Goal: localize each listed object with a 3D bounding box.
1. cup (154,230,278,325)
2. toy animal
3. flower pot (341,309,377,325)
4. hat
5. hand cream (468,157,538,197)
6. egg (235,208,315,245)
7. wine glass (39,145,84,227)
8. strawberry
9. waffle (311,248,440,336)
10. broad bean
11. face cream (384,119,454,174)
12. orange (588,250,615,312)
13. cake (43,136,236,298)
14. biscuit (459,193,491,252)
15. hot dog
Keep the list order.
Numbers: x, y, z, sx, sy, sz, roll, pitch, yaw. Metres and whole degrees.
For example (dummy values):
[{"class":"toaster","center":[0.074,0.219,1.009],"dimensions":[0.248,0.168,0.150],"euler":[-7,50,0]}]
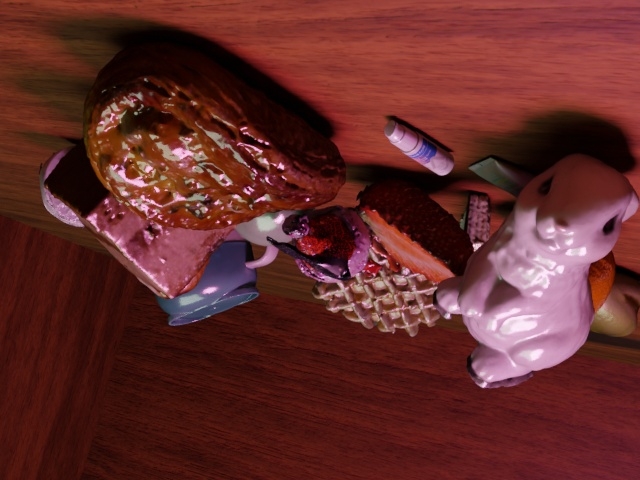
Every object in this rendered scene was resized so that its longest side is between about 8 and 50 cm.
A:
[{"class":"cup","center":[-0.220,0.006,1.687],"dimensions":[0.289,0.258,0.219],"euler":[-22,167,17]},{"class":"toy animal","center":[0.292,0.027,1.073],"dimensions":[0.257,0.194,0.357],"euler":[-18,149,-30]},{"class":"flower pot","center":[0.131,0.095,1.889],"dimensions":[0.242,0.189,0.157],"euler":[17,139,-20]},{"class":"hat","center":[0.000,0.004,1.256],"dimensions":[0.140,0.129,0.227],"euler":[51,-171,16]},{"class":"hand cream","center":[0.297,-0.071,1.181],"dimensions":[0.174,0.047,0.076],"euler":[25,169,-9]},{"class":"egg","center":[-0.083,-0.065,1.403],"dimensions":[0.149,0.150,0.192],"euler":[15,163,-6]},{"class":"wine glass","center":[-0.430,-0.112,1.627],"dimensions":[0.164,0.165,0.196],"euler":[22,164,-39]},{"class":"strawberry","center":[0.151,-0.020,1.347],"dimensions":[0.286,0.106,0.188],"euler":[28,163,46]},{"class":"waffle","center":[0.145,0.077,1.719],"dimensions":[0.309,0.056,0.292],"euler":[23,129,-14]},{"class":"broad bean","center":[0.496,0.102,1.630],"dimensions":[0.263,0.121,0.189],"euler":[15,167,6]},{"class":"face cream","center":[0.130,-0.125,1.121],"dimensions":[0.034,0.034,0.130],"euler":[4,165,44]},{"class":"orange","center":[0.363,0.049,1.327],"dimensions":[0.205,0.206,0.206],"euler":[14,170,2]},{"class":"cake","center":[-0.259,-0.044,1.334],"dimensions":[0.196,0.199,0.293],"euler":[23,157,47]},{"class":"biscuit","center":[0.258,0.021,1.423],"dimensions":[0.052,0.150,0.252],"euler":[5,167,9]},{"class":"hot dog","center":[-0.131,-0.113,1.128],"dimensions":[0.266,0.175,0.387],"euler":[-11,158,32]}]
